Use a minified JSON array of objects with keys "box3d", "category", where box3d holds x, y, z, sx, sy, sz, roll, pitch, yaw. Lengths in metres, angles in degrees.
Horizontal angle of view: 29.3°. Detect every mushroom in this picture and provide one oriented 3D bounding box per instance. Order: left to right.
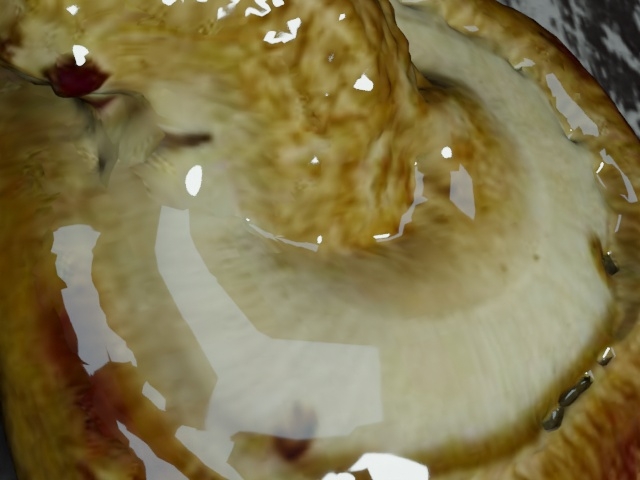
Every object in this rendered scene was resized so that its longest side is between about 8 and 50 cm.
[{"box3d":[0.000,0.000,0.486,0.345,0.259,0.345,8,60,-15],"category":"mushroom"}]
